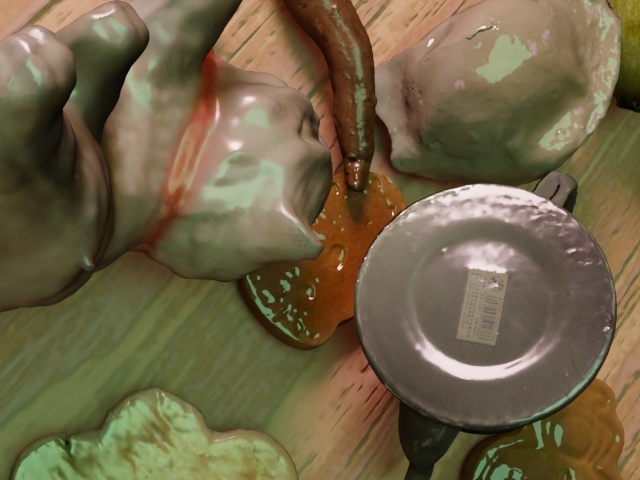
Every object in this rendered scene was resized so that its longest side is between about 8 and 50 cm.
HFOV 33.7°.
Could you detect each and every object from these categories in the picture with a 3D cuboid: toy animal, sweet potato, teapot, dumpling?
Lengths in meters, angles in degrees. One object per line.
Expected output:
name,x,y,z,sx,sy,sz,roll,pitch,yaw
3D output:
toy animal,-0.095,-0.033,0.566,0.266,0.308,0.188,-32,102,-14
sweet potato,0.007,-0.139,0.740,0.050,0.050,0.214,-18,87,-22
teapot,0.117,0.057,0.725,0.162,0.149,0.239,24,73,19
dumpling,0.127,-0.106,0.761,0.199,0.118,0.136,-15,98,6

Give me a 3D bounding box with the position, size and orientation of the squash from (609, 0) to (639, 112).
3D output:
squash,0.268,-0.220,0.814,0.132,0.132,0.247,15,79,-20

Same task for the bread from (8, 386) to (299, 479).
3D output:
bread,-0.083,0.216,0.679,0.182,0.039,0.251,-26,94,-22

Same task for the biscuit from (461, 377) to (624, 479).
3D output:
biscuit,0.164,0.210,0.783,0.144,0.040,0.236,25,78,-23

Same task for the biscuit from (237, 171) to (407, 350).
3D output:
biscuit,-0.001,0.000,0.742,0.140,0.023,0.118,-36,95,-22
